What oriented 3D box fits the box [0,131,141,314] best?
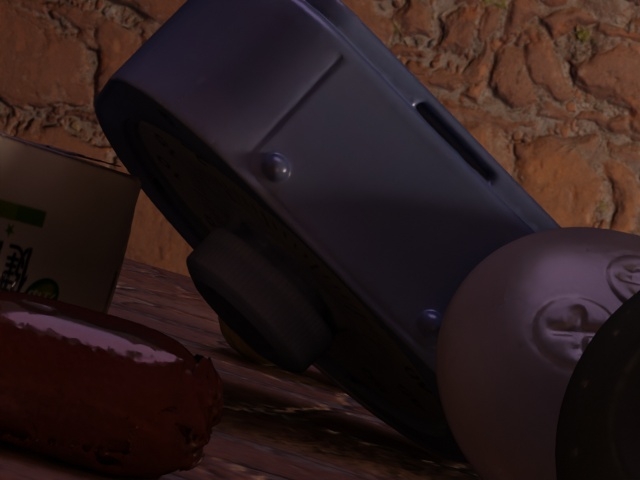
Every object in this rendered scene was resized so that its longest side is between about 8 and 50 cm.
[{"bbox_3d":[-0.285,-0.022,1.205,0.173,0.145,0.333,14,-2,31],"label":"box"}]

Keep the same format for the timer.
[{"bbox_3d":[0.000,0.000,1.352,0.395,0.173,0.395,41,-12,11],"label":"timer"}]

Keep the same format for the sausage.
[{"bbox_3d":[-0.113,0.065,0.864,0.141,0.076,0.076,16,0,-4],"label":"sausage"}]

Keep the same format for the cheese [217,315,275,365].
[{"bbox_3d":[0.017,0.044,1.816,0.226,0.117,0.214,-17,-3,-25],"label":"cheese"}]

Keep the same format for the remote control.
[{"bbox_3d":[0.229,0.097,1.133,0.332,0.221,0.103,12,-37,-10],"label":"remote control"}]

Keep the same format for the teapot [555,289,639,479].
[{"bbox_3d":[0.227,0.117,0.928,0.184,0.183,0.251,16,-12,31],"label":"teapot"}]
